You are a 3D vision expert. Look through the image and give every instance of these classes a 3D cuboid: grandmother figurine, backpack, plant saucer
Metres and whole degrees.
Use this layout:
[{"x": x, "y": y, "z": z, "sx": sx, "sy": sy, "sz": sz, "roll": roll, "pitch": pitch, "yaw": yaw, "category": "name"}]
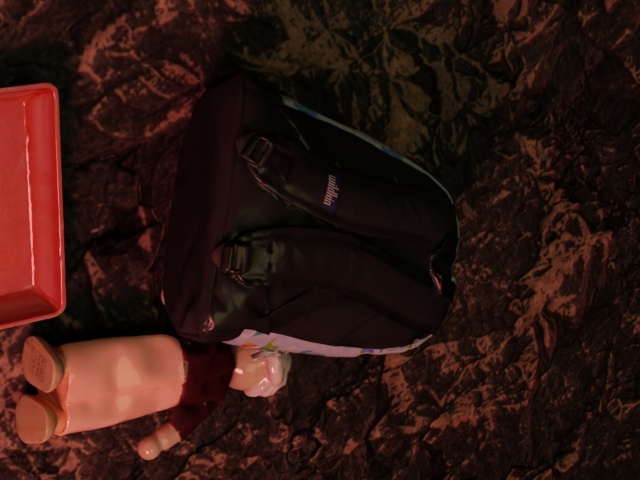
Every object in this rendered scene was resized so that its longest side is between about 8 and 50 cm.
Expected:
[{"x": -0.175, "y": 0.147, "z": 1.392, "sx": 0.342, "sy": 0.104, "sz": 0.207, "roll": -1, "pitch": 116, "yaw": -40, "category": "grandmother figurine"}, {"x": 0.000, "y": 0.000, "z": 1.361, "sx": 0.356, "sy": 0.273, "sz": 0.290, "roll": 11, "pitch": 81, "yaw": -27, "category": "backpack"}, {"x": -0.384, "y": -0.023, "z": 1.183, "sx": 0.259, "sy": 0.048, "sz": 0.258, "roll": -13, "pitch": 118, "yaw": -33, "category": "plant saucer"}]
